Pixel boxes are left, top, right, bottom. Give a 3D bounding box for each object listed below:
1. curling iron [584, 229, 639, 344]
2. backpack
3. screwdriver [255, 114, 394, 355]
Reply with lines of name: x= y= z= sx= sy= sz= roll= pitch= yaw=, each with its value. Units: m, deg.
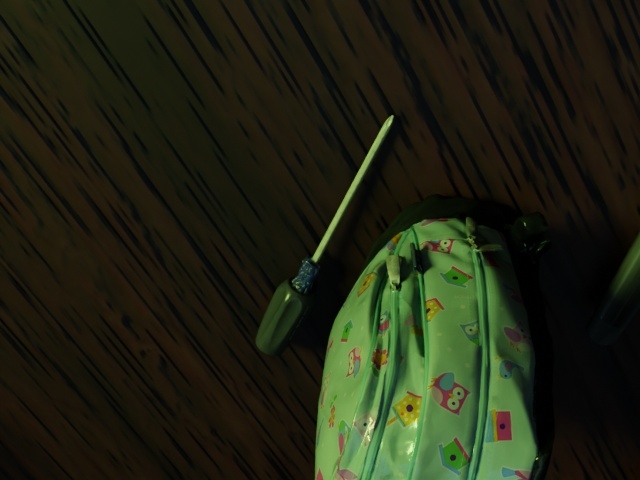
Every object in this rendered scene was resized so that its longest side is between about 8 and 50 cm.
curling iron: x=0.193 y=-0.058 z=0.527 sx=0.068 sy=0.035 sz=0.274 roll=15 pitch=123 yaw=-1
backpack: x=0.058 y=0.077 z=0.540 sx=0.115 sy=0.182 sz=0.152 roll=7 pitch=125 yaw=0
screwdriver: x=0.000 y=0.000 z=0.590 sx=0.025 sy=0.024 sz=0.170 roll=2 pitch=128 yaw=-32
